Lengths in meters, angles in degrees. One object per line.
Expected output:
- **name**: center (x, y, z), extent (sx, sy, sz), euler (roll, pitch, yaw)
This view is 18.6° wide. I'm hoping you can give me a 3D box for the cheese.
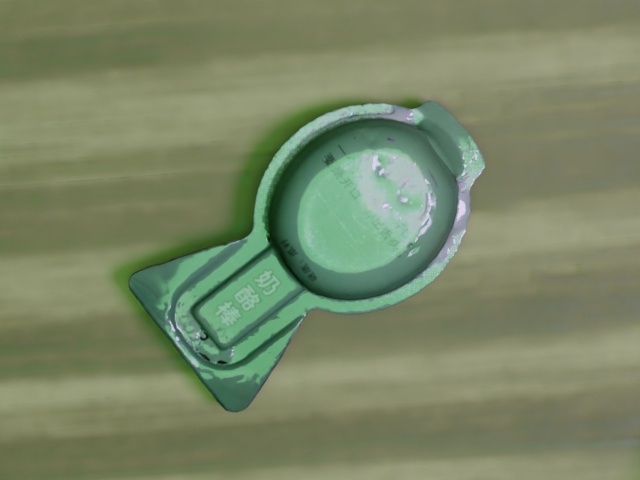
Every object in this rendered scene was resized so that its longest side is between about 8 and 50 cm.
- **cheese**: center (0.000, 0.000, 0.643), extent (0.121, 0.026, 0.067), euler (-37, 95, 3)
